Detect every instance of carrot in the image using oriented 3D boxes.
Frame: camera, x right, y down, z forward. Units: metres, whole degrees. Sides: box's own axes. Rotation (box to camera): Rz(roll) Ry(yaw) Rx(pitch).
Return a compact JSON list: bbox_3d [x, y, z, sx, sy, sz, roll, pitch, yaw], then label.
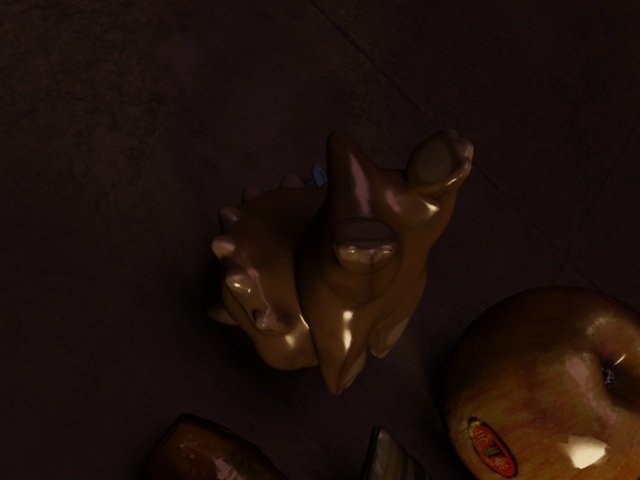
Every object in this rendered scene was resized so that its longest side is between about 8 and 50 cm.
[{"bbox_3d":[-0.056,0.205,0.775,0.173,0.082,0.082,39,44,-6],"label":"carrot"}]

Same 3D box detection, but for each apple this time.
[{"bbox_3d":[0.224,0.148,0.961,0.211,0.188,0.211,17,53,-25],"label":"apple"}]

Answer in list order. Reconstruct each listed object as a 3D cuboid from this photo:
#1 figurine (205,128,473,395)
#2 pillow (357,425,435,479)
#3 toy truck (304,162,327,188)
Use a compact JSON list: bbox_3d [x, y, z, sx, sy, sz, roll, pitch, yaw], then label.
[{"bbox_3d":[-0.003,0.005,0.841,0.173,0.247,0.177,36,60,19],"label":"figurine"},{"bbox_3d":[0.082,0.295,0.827,0.212,0.052,0.208,47,44,-25],"label":"pillow"},{"bbox_3d":[0.024,-0.039,1.034,0.090,0.056,0.073,26,52,-5],"label":"toy truck"}]
